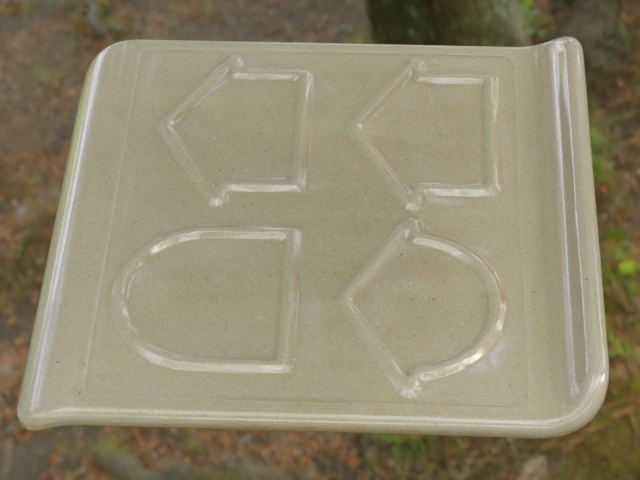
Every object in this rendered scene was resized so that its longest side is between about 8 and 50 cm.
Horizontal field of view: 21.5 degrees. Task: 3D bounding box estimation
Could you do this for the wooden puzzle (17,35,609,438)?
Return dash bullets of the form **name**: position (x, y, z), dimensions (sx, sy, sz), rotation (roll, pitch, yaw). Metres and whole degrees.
- **wooden puzzle**: position (0.000, 0.000, 1.083), dimensions (0.348, 0.080, 0.322), rotation (-2, 48, 6)
